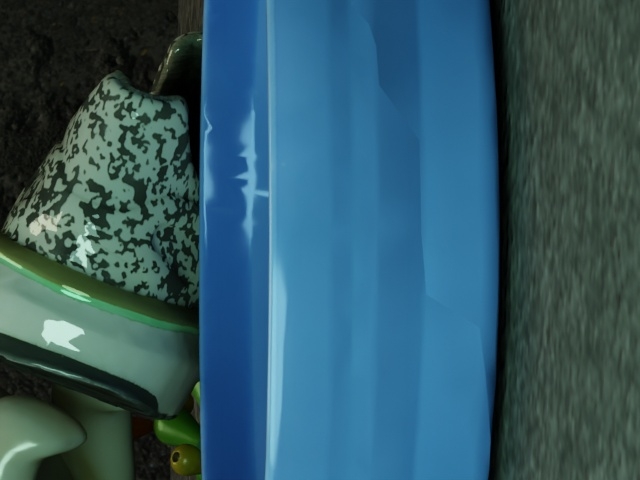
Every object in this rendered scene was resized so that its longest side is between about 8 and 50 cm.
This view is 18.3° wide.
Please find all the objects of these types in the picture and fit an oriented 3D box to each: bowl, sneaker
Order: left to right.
[{"bbox_3d":[-0.071,-0.022,1.105,0.410,0.158,0.182,-41,-25,-81],"label":"sneaker"},{"bbox_3d":[0.000,0.000,0.770,0.391,0.077,0.391,180,90,-84],"label":"bowl"}]

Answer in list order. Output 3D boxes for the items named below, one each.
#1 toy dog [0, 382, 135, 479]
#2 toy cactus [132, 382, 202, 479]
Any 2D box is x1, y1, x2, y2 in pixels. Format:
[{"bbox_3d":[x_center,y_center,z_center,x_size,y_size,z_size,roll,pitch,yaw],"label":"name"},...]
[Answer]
[{"bbox_3d":[-0.254,0.176,1.152,0.408,0.395,0.284,65,-150,-7],"label":"toy dog"},{"bbox_3d":[-0.072,0.170,1.355,0.219,0.112,0.180,127,134,-65],"label":"toy cactus"}]
